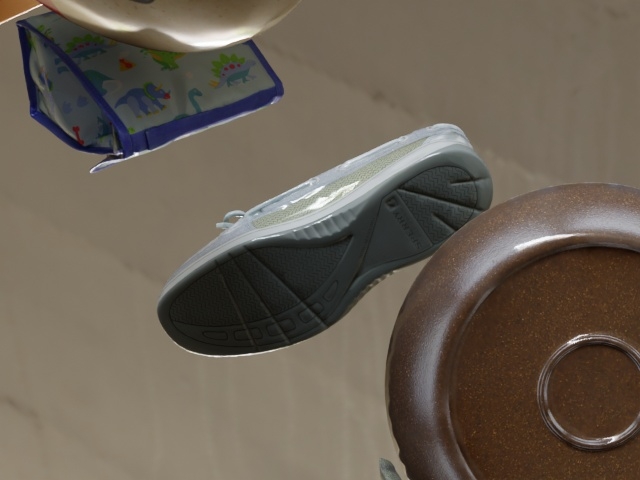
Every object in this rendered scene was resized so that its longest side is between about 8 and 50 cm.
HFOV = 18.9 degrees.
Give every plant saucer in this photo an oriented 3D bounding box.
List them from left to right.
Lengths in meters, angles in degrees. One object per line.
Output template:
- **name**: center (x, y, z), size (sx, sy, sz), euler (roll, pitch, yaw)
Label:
- **plant saucer**: center (0.204, 0.112, 1.447), size (0.310, 0.310, 0.050), euler (42, 2, -4)

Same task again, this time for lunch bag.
- **lunch bag**: center (-0.116, -0.108, 1.315), size (0.151, 0.129, 0.096), euler (33, -42, 48)

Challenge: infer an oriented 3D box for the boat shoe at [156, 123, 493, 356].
- **boat shoe**: center (0.000, -0.003, 1.717), size (0.118, 0.320, 0.103), euler (56, 6, -27)

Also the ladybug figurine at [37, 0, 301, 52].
- **ladybug figurine**: center (-0.162, -0.311, 1.200), size (0.449, 0.162, 0.305), euler (50, -62, 25)

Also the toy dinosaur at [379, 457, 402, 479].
- **toy dinosaur**: center (0.037, 0.174, 0.748), size (0.064, 0.268, 0.118), euler (-23, -84, 15)

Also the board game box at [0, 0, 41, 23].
- **board game box**: center (-0.391, -0.423, 1.782), size (0.356, 0.356, 0.356), euler (-16, -48, 39)
